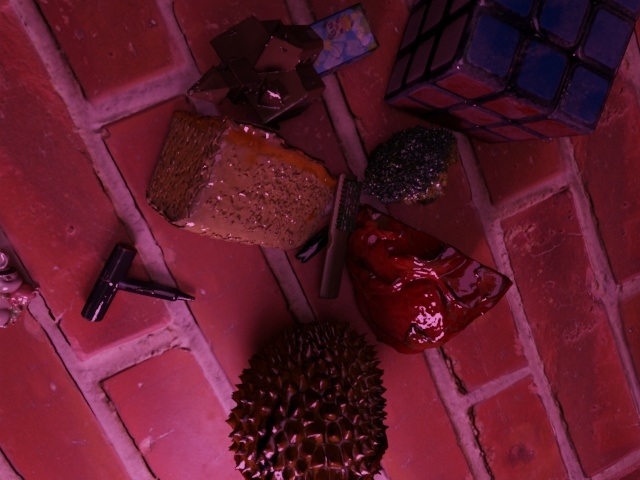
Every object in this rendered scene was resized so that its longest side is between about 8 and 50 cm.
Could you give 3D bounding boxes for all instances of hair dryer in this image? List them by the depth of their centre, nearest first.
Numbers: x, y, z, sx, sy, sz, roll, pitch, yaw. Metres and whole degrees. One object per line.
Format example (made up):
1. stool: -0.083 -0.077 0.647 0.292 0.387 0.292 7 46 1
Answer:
1. hair dryer: -0.380 0.121 0.859 0.195 0.050 0.173 29 95 -15

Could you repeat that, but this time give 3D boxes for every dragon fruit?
1. dragon fruit: 0.178 0.093 0.853 0.329 0.228 0.286 41 91 -14

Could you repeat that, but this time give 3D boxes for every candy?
1. candy: 0.014 -0.406 0.840 0.195 0.062 0.097 -26 102 -5

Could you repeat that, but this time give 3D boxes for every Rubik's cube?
1. Rubik's cube: 0.348 -0.381 0.768 0.306 0.304 0.300 17 94 -18

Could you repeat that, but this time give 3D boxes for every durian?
1. durian: -0.019 0.360 0.823 0.348 0.347 0.383 -6 67 -9

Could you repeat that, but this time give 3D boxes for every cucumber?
1. cucumber: 0.000 -0.001 0.892 0.135 0.034 0.033 -41 69 -19

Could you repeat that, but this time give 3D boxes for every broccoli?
1. broccoli: 0.206 -0.144 0.869 0.220 0.194 0.194 -38 103 17

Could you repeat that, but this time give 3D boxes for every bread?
1. bread: -0.166 -0.127 0.849 0.315 0.279 0.248 17 97 -54

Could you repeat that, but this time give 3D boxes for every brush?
1. brush: 0.045 -0.004 0.876 0.054 0.048 0.282 4 101 -32

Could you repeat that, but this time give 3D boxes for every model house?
1. model house: -0.125 -0.299 0.712 0.248 0.176 0.180 -36 93 -39

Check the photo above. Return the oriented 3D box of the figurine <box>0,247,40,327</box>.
1. figurine: -0.628 0.095 0.807 0.098 0.081 0.146 27 87 -55
